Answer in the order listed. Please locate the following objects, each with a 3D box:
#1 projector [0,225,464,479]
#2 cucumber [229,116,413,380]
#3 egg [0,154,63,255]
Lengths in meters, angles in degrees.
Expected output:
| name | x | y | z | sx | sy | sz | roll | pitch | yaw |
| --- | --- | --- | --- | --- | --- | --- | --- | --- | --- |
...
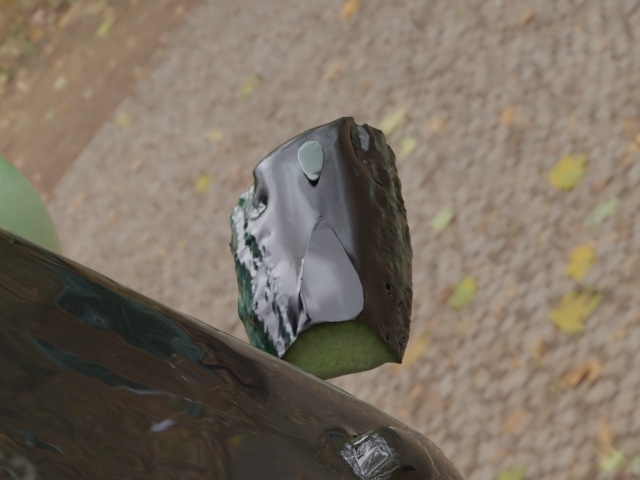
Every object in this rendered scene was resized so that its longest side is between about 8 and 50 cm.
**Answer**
| name | x | y | z | sx | sy | sz | roll | pitch | yaw |
| --- | --- | --- | --- | --- | --- | --- | --- | --- | --- |
| projector | -0.135 | 0.159 | 0.427 | 0.242 | 0.395 | 0.405 | -54 | 23 | 20 |
| cucumber | 0.000 | 0.000 | 1.150 | 0.115 | 0.086 | 0.193 | -6 | 47 | -1 |
| egg | -0.287 | 0.030 | 1.266 | 0.220 | 0.220 | 0.270 | -48 | 0 | 8 |
